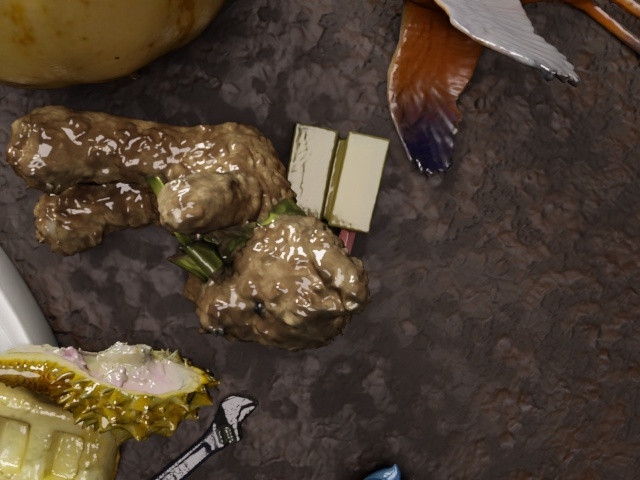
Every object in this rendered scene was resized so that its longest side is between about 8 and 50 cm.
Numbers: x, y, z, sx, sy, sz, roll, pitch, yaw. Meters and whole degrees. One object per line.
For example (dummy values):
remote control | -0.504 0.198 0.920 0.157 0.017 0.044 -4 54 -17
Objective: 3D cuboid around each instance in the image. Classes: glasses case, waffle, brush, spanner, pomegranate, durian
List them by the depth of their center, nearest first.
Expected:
pomegranate | -0.218 -0.273 0.657 0.343 0.342 0.342 0 92 -4
durian | -0.211 0.149 0.732 0.224 0.140 0.078 10 104 -20
glasses case | -0.318 0.061 0.767 0.049 0.074 0.193 -29 95 -3
waffle | -0.348 0.222 0.780 0.274 0.057 0.168 15 91 -4
brush | 0.000 0.000 0.804 0.103 0.047 0.233 12 94 -3
spanner | -0.148 0.238 0.819 0.208 0.012 0.046 -41 94 -1

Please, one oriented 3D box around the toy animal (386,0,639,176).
toy animal | 0.192 -0.255 0.772 0.284 0.225 0.302 -27 82 -21

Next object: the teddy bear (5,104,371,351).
teddy bear | -0.121 0.008 0.707 0.296 0.246 0.222 -6 62 -9

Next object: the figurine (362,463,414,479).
figurine | 0.065 0.285 0.803 0.114 0.079 0.114 -8 109 -25
